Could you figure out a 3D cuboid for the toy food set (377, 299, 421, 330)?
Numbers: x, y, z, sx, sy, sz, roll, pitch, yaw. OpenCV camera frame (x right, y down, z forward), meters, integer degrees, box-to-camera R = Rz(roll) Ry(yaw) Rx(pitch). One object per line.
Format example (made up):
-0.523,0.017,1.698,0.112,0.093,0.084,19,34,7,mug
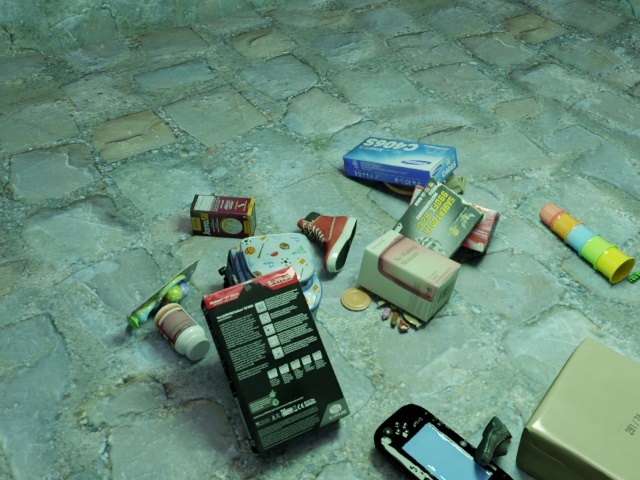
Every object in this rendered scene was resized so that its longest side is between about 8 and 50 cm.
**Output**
0.209,0.206,1.704,0.077,0.019,0.122,-19,47,-21,toy food set

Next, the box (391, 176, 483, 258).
0.327,-0.037,1.812,0.183,0.231,0.056,40,10,18,box

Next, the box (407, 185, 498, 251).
0.393,-0.062,1.886,0.256,0.128,0.122,20,4,20,box

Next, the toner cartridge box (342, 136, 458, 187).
0.258,-0.260,2.072,0.347,0.075,0.165,15,43,39,toner cartridge box

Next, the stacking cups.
0.786,-0.003,1.895,0.095,0.096,0.316,-21,46,-23,stacking cups

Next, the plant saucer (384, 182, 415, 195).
0.305,-0.214,2.141,0.199,0.037,0.200,0,44,0,plant saucer

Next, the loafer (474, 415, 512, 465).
0.388,0.451,1.390,0.061,0.062,0.170,36,28,15,loafer

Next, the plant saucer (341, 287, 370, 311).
0.099,0.162,1.752,0.083,0.013,0.084,1,43,-1,plant saucer

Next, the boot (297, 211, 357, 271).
0.000,0.000,1.873,0.176,0.089,0.244,11,36,10,boot

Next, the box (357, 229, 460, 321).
0.242,0.092,1.732,0.232,0.127,0.148,29,37,25,box

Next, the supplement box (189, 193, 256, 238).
-0.296,-0.073,1.922,0.188,0.104,0.081,4,44,3,supplement box

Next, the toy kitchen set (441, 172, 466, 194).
0.438,-0.202,2.115,0.068,0.083,0.075,-24,29,36,toy kitchen set

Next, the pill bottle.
-0.352,0.235,1.607,0.086,0.086,0.152,-31,52,-30,pill bottle

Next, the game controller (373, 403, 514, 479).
0.272,0.490,1.372,0.319,0.067,0.166,35,53,30,game controller

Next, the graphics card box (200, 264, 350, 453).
-0.107,0.270,1.447,0.232,0.094,0.371,-19,79,-21,graphics card box

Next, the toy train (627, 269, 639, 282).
0.932,0.101,1.842,0.083,0.017,0.023,-25,39,-25,toy train

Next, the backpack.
-0.113,0.119,1.665,0.276,0.213,0.264,-9,55,-15,backpack

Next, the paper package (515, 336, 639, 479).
0.637,0.426,1.379,0.309,0.168,0.324,31,51,27,paper package

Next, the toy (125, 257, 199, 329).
-0.407,0.157,1.673,0.056,0.137,0.237,47,54,6,toy
